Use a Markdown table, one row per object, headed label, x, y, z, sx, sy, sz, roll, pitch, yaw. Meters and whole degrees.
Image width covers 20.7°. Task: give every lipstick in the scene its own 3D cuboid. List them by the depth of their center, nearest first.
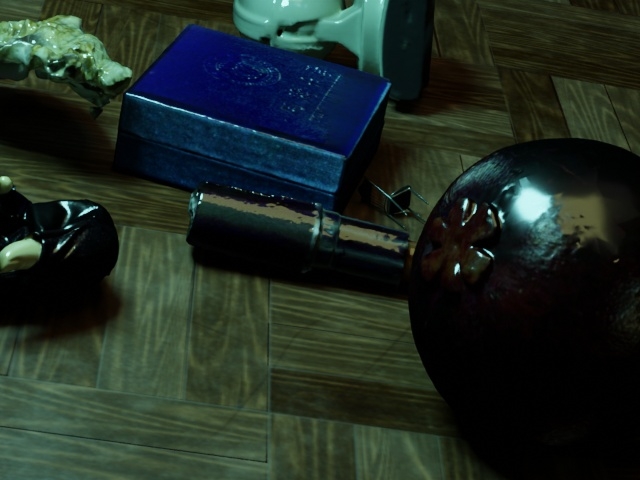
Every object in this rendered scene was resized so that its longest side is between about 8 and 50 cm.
| label | x | y | z | sx | sy | sz | roll | pitch | yaw |
| --- | --- | --- | --- | --- | --- | --- | --- | --- | --- |
| lipstick | 0.000 | 0.000 | 1.931 | 0.300 | 0.081 | 0.081 | 12 | 27 | -5 |

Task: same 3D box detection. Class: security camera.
| label | x | y | z | sx | sy | sz | roll | pitch | yaw |
| --- | --- | --- | --- | --- | --- | --- | --- | --- | --- |
| security camera | 0.017 | -0.304 | 2.415 | 0.277 | 0.197 | 0.191 | 2 | 27 | 1 |

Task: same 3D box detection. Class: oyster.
| label | x | y | z | sx | sy | sz | roll | pitch | yaw |
| --- | --- | --- | --- | --- | --- | --- | --- | --- | --- |
| oyster | -0.348 | -0.231 | 2.097 | 0.354 | 0.107 | 0.201 | 19 | -4 | 32 |

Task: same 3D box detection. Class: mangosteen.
| label | x | y | z | sx | sy | sz | roll | pitch | yaw |
| --- | --- | --- | --- | --- | --- | --- | --- | --- | --- |
| mangosteen | 0.250 | 0.063 | 1.713 | 0.347 | 0.307 | 0.307 | 28 | 15 | -36 |

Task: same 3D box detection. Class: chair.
| label | x | y | z | sx | sy | sz | roll | pitch | yaw |
| --- | --- | --- | --- | --- | --- | --- | --- | --- | --- |
| chair | 0.089 | -0.049 | 2.101 | 0.042 | 0.037 | 0.086 | -28 | 49 | -34 |

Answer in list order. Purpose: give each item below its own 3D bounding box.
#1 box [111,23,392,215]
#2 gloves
| label | x | y | z | sx | sy | sz | roll | pitch | yaw |
| --- | --- | --- | --- | --- | --- | --- | --- | --- | --- |
| box | -0.077 | -0.146 | 2.146 | 0.279 | 0.116 | 0.261 | 17 | 27 | 6 |
| gloves | -0.306 | 0.000 | 1.765 | 0.203 | 0.124 | 0.164 | -4 | 19 | -31 |
